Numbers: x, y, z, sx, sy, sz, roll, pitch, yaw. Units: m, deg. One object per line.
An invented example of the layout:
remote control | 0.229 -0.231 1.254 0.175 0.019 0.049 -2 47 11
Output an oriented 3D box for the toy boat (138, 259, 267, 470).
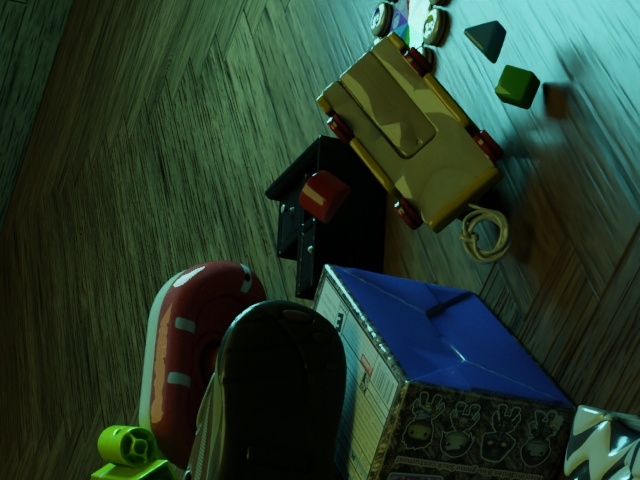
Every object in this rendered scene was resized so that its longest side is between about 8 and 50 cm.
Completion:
toy boat | -0.097 0.132 1.921 0.151 0.151 0.231 -12 65 36

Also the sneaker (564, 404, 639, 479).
sneaker | 0.202 0.192 1.078 0.235 0.094 0.153 -164 85 -71

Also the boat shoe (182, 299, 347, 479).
boat shoe | -0.051 0.209 1.330 0.120 0.122 0.324 132 153 -64

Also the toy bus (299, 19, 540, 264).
toy bus | 0.093 -0.074 1.507 0.104 0.190 0.202 30 -114 -64

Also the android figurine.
android figurine | -0.160 0.305 1.882 0.248 0.056 0.273 60 159 -6

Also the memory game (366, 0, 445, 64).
memory game | 0.083 -0.213 1.754 0.186 0.012 0.186 -169 90 -71

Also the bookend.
bookend | 0.000 0.000 1.776 0.157 0.072 0.156 140 137 -61

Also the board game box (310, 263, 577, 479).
board game box | 0.054 0.201 1.408 0.232 0.141 0.291 -124 49 -64
